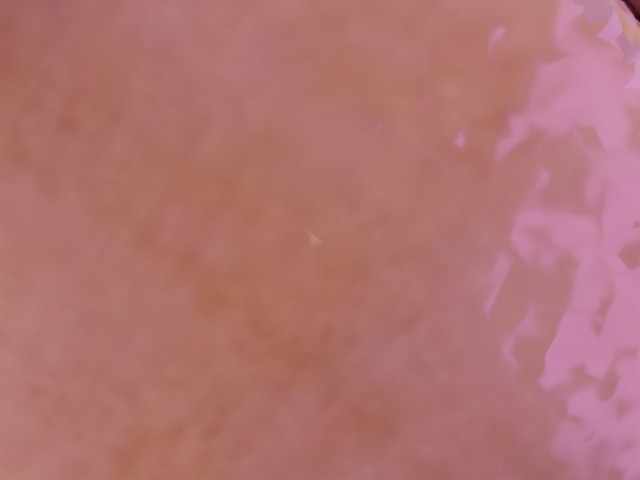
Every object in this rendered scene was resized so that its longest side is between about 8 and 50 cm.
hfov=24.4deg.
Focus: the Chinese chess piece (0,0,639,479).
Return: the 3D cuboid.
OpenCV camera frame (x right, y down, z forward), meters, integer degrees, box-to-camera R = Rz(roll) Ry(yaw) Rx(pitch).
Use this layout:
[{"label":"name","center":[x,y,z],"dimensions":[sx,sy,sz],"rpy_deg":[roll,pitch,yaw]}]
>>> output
[{"label":"Chinese chess piece","center":[0.000,0.000,0.422],"dimensions":[0.257,0.104,0.257],"rpy_deg":[6,114,13]}]
